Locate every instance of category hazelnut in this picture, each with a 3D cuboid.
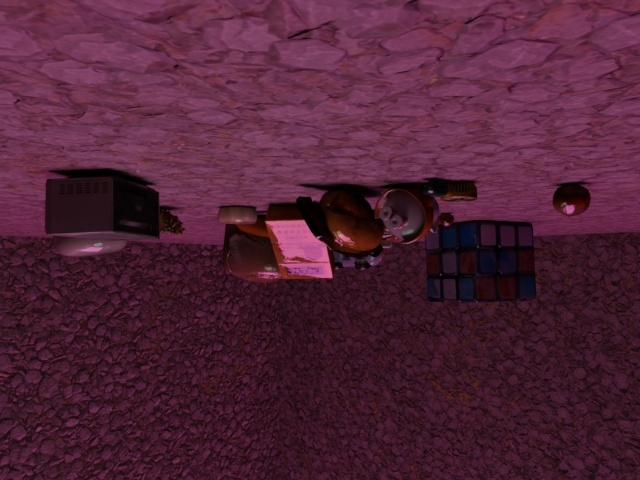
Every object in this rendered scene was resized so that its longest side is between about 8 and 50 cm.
[{"bbox_3d":[0.599,-0.096,1.248,0.087,0.086,0.086,-1,177,0],"label":"hazelnut"}]

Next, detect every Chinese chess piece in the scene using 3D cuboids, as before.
[{"bbox_3d":[-0.259,-0.078,1.640,0.122,0.051,0.122,-1,177,0],"label":"Chinese chess piece"}]

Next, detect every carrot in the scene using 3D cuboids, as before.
[{"bbox_3d":[-0.160,-0.033,1.752,0.336,0.069,0.069,17,-177,19],"label":"carrot"}]

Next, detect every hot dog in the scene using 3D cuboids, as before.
[{"bbox_3d":[0.088,-0.060,1.309,0.107,0.194,0.326,-34,167,24],"label":"hot dog"}]

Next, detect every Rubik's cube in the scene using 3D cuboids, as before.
[{"bbox_3d":[0.704,0.095,2.335,0.363,0.358,0.363,3,173,-25],"label":"Rubik's cube"}]

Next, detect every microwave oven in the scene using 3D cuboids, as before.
[{"bbox_3d":[-0.449,-0.068,1.104,0.163,0.129,0.205,-3,177,7],"label":"microwave oven"}]

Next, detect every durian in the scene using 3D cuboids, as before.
[{"bbox_3d":[-0.528,-0.067,1.641,0.225,0.078,0.140,9,-168,19],"label":"durian"}]

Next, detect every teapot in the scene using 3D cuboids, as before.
[{"bbox_3d":[-0.718,-0.028,1.572,0.319,0.148,0.220,-3,-177,28],"label":"teapot"}]

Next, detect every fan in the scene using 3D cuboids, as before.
[{"bbox_3d":[0.292,-0.115,1.193,0.155,0.039,0.082,4,175,-37],"label":"fan"}]

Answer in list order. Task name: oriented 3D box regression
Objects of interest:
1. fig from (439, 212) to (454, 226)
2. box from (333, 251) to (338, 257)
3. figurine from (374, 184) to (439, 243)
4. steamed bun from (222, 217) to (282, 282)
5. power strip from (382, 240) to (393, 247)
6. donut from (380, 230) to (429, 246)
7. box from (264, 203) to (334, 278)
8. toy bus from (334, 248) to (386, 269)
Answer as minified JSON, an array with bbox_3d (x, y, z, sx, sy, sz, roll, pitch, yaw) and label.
[{"bbox_3d":[0.434,-0.079,1.870,0.083,0.050,0.050,18,-179,12],"label":"fig"},{"bbox_3d":[0.000,0.000,1.907,0.155,0.067,0.243,-44,-156,-16],"label":"box"},{"bbox_3d":[0.220,-0.062,1.282,0.144,0.143,0.271,-2,176,20],"label":"figurine"},{"bbox_3d":[-0.249,0.024,1.933,0.302,0.251,0.199,-1,164,40],"label":"steamed bun"},{"bbox_3d":[0.155,-0.028,1.996,0.271,0.117,0.046,-1,174,14],"label":"power strip"},{"bbox_3d":[0.248,-0.042,1.813,0.254,0.118,0.253,2,177,0],"label":"donut"},{"bbox_3d":[-0.057,0.008,1.642,0.175,0.076,0.274,0,136,11],"label":"box"},{"bbox_3d":[0.161,0.017,2.260,0.288,0.193,0.232,-3,-176,35],"label":"toy bus"}]
